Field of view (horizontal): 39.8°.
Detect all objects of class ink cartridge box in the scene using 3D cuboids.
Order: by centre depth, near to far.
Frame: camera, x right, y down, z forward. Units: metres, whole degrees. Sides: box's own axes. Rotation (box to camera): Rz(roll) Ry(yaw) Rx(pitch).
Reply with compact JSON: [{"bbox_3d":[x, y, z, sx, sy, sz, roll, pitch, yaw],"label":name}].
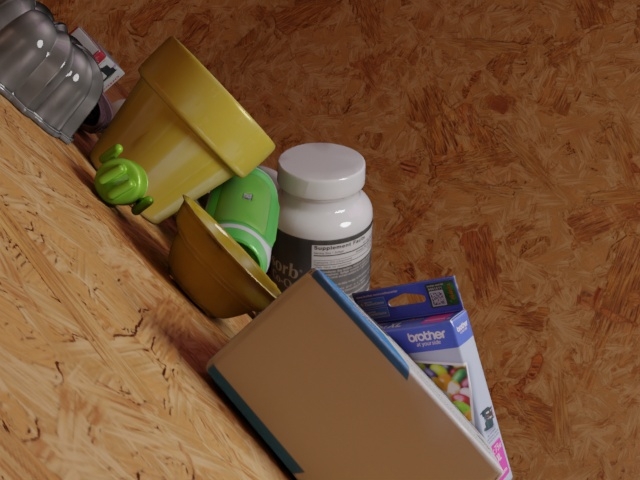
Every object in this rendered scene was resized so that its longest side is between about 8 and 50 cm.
[{"bbox_3d":[0.059,0.211,1.063,0.285,0.166,0.395,47,0,14],"label":"ink cartridge box"},{"bbox_3d":[0.149,0.217,1.293,0.065,0.185,0.311,-21,98,-54],"label":"ink cartridge box"},{"bbox_3d":[-0.485,-0.344,1.789,0.072,0.127,0.175,48,0,6],"label":"ink cartridge box"}]

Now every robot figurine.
[{"bbox_3d":[-0.283,-0.083,1.263,0.101,0.067,0.115,57,-1,-3],"label":"robot figurine"}]

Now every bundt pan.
[{"bbox_3d":[-0.457,-0.307,1.351,0.331,0.124,0.331,47,-1,1],"label":"bundt pan"}]

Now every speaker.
[{"bbox_3d":[-0.141,-0.026,1.511,0.131,0.131,0.297,47,19,-20],"label":"speaker"}]

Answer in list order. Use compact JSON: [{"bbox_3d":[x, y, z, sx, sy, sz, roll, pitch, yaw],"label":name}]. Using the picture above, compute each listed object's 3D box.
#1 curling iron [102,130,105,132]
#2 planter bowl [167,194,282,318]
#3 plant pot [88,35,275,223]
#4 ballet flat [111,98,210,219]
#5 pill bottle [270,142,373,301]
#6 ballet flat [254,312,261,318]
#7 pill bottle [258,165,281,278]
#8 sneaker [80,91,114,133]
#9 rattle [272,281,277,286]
[{"bbox_3d":[-0.378,-0.161,1.856,0.274,0.035,0.068,46,4,9],"label":"curling iron"},{"bbox_3d":[-0.148,0.044,1.242,0.217,0.090,0.217,46,0,0],"label":"planter bowl"},{"bbox_3d":[-0.244,-0.166,1.471,0.254,0.239,0.254,47,1,-1],"label":"plant pot"},{"bbox_3d":[-0.295,-0.125,1.748,0.400,0.139,0.139,48,0,0],"label":"ballet flat"},{"bbox_3d":[0.000,0.000,1.796,0.210,0.210,0.363,47,-36,50],"label":"pill bottle"},{"bbox_3d":[-0.058,0.174,1.646,0.084,0.058,0.250,21,-21,34],"label":"ballet flat"},{"bbox_3d":[-0.114,-0.017,2.103,0.224,0.224,0.392,47,1,19],"label":"pill bottle"},{"bbox_3d":[-0.465,-0.305,1.563,0.281,0.105,0.115,47,0,-23],"label":"sneaker"},{"bbox_3d":[-0.112,-0.012,1.678,0.130,0.200,0.142,38,-14,-33],"label":"rattle"}]
